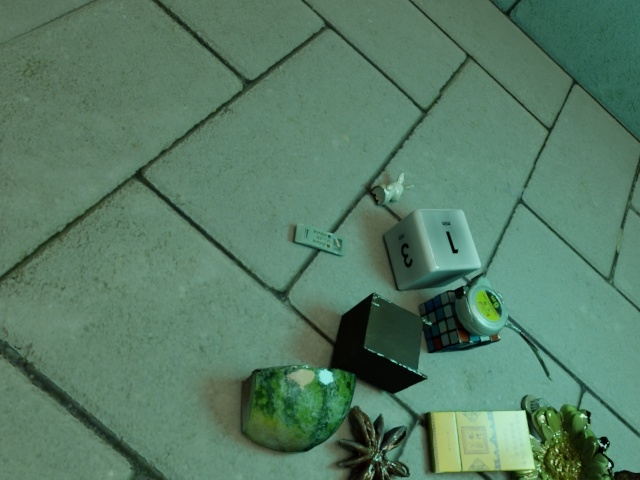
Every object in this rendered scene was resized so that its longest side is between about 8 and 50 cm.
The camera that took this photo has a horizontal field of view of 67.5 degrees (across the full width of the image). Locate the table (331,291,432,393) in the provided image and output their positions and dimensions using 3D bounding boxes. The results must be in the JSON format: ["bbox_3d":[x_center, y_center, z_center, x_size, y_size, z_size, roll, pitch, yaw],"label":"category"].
[{"bbox_3d":[0.162,0.278,1.267,0.193,0.172,0.169,27,50,-14],"label":"table"}]

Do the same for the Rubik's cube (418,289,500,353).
[{"bbox_3d":[0.407,0.241,1.421,0.154,0.151,0.155,4,66,-26],"label":"Rubik's cube"}]

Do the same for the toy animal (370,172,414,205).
[{"bbox_3d":[0.233,-0.166,1.576,0.124,0.085,0.071,-15,57,-36],"label":"toy animal"}]

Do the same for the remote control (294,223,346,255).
[{"bbox_3d":[0.000,0.000,1.409,0.162,0.029,0.061,19,62,-23],"label":"remote control"}]

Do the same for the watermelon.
[{"bbox_3d":[-0.029,0.382,1.157,0.305,0.180,0.224,9,107,-26],"label":"watermelon"}]

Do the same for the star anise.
[{"bbox_3d":[0.133,0.529,1.194,0.229,0.093,0.236,-21,73,-26],"label":"star anise"}]

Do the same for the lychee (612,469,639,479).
[{"bbox_3d":[0.957,0.779,1.422,0.194,0.194,0.195,11,63,-21],"label":"lychee"}]

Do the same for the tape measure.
[{"bbox_3d":[0.485,0.258,1.308,0.164,0.084,0.330,-23,76,-30],"label":"tape measure"}]

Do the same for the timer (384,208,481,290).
[{"bbox_3d":[0.336,0.029,1.459,0.194,0.192,0.195,-3,68,-27],"label":"timer"}]

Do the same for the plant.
[{"bbox_3d":[0.697,0.633,1.309,0.297,0.261,0.306,46,72,-3],"label":"plant"}]

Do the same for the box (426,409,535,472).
[{"bbox_3d":[0.434,0.546,1.308,0.278,0.041,0.153,1,67,-6],"label":"box"}]

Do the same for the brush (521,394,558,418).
[{"bbox_3d":[0.753,0.606,1.474,0.327,0.065,0.070,49,53,1],"label":"brush"}]
